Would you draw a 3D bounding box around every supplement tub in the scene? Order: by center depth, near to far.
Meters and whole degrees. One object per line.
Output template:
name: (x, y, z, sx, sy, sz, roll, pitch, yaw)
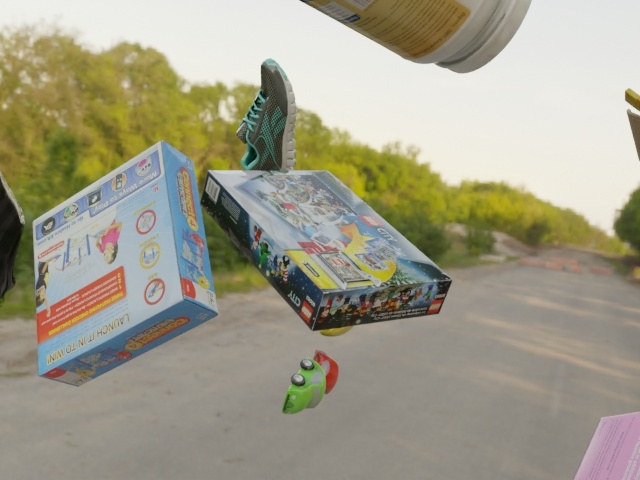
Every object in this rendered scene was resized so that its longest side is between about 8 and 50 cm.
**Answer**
supplement tub: (0.069, -0.239, 0.716, 0.199, 0.145, 0.144, 22, -5, -29)

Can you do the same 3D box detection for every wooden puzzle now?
wooden puzzle: (0.333, -0.094, 0.827, 0.078, 0.014, 0.116, 51, -7, 46)

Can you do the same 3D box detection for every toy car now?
toy car: (-0.001, 0.200, 1.319, 0.053, 0.239, 0.225, 21, 31, 9)

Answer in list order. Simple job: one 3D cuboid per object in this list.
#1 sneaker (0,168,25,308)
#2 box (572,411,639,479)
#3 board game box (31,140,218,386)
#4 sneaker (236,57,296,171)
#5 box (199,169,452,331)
sneaker: (-0.332, -0.037, 0.796, 0.084, 0.235, 0.097, 12, 19, 14)
box: (0.437, 0.288, 0.900, 0.213, 0.117, 0.243, 44, -33, -9)
board game box: (-0.331, 0.040, 1.379, 0.308, 0.302, 0.086, -27, -33, 22)
sneaker: (-0.074, -0.153, 1.097, 0.076, 0.167, 0.065, -15, 35, -21)
box: (0.000, 0.000, 0.856, 0.159, 0.044, 0.233, -2, 33, -36)
